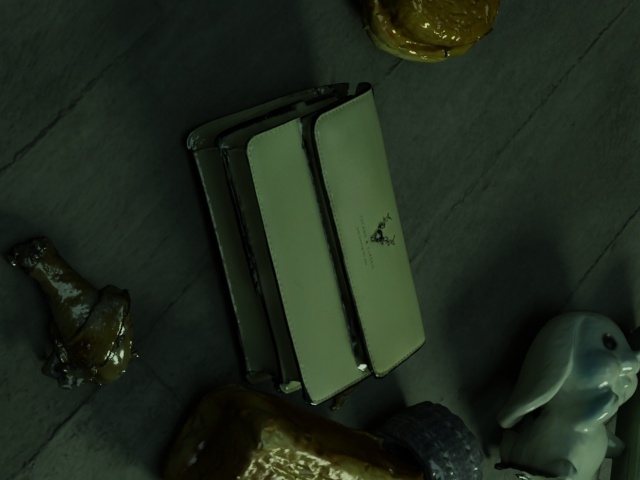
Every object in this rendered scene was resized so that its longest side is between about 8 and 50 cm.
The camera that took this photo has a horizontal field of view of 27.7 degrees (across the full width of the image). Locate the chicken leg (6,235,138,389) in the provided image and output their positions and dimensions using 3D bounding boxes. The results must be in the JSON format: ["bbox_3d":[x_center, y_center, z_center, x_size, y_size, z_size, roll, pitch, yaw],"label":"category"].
[{"bbox_3d":[-0.283,0.082,1.520,0.125,0.080,0.196,-19,107,-18],"label":"chicken leg"}]

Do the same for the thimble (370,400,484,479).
[{"bbox_3d":[0.147,0.304,1.801,0.098,0.150,0.150,-27,111,-34],"label":"thimble"}]

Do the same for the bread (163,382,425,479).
[{"bbox_3d":[-0.029,0.315,1.682,0.344,0.149,0.195,30,98,-34],"label":"bread"}]

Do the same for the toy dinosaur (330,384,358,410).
[{"bbox_3d":[0.043,0.185,1.783,0.041,0.026,0.113,35,86,-40],"label":"toy dinosaur"}]

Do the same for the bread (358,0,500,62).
[{"bbox_3d":[0.145,-0.355,1.717,0.198,0.120,0.236,4,94,-33],"label":"bread"}]

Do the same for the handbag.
[{"bbox_3d":[0.000,0.000,1.651,0.237,0.160,0.358,-25,111,-36],"label":"handbag"}]

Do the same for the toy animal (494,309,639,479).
[{"bbox_3d":[0.369,0.255,1.936,0.289,0.174,0.249,-56,144,-29],"label":"toy animal"}]

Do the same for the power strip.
[{"bbox_3d":[0.490,0.278,1.986,0.043,0.106,0.367,17,61,-6],"label":"power strip"}]
